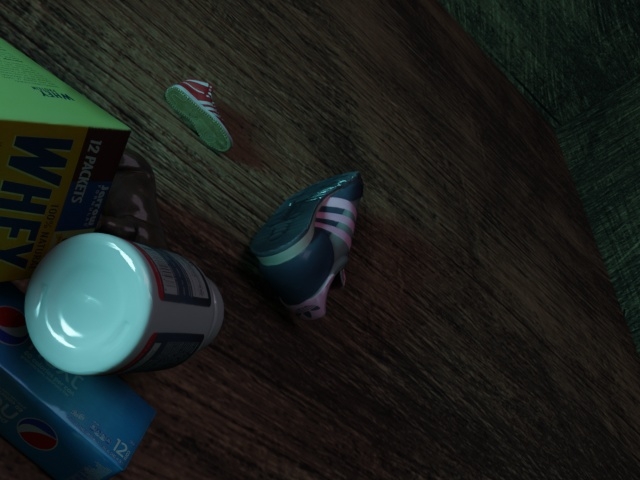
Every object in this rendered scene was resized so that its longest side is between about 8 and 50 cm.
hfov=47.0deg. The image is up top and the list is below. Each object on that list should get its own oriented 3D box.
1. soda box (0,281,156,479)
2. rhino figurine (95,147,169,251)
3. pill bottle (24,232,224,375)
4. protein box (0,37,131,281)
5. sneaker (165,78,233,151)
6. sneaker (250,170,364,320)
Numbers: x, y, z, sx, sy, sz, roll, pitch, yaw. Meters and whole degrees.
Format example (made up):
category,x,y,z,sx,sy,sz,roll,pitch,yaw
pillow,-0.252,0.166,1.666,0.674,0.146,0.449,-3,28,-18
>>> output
category,x,y,z,sx,sy,sz,roll,pitch,yaw
soda box,-0.240,0.110,0.601,0.210,0.067,0.071,47,29,-15
rhino figurine,-0.204,0.000,0.766,0.106,0.073,0.243,11,53,-48
pill bottle,-0.152,0.058,0.623,0.108,0.108,0.180,63,8,14
protein box,-0.298,-0.073,0.556,0.201,0.136,0.200,34,21,25
sneaker,-0.160,-0.183,1.051,0.118,0.042,0.067,47,33,-11
sneaker,0.000,0.000,1.061,0.131,0.112,0.319,66,29,-16
